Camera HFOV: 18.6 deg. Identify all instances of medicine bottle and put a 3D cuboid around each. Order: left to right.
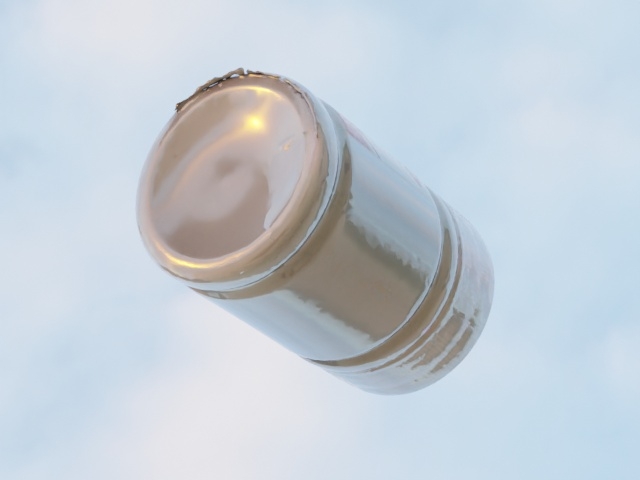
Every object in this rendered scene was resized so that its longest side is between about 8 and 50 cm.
[{"bbox_3d":[0.000,0.000,0.494,0.057,0.057,0.089,-42,-40,11],"label":"medicine bottle"}]
